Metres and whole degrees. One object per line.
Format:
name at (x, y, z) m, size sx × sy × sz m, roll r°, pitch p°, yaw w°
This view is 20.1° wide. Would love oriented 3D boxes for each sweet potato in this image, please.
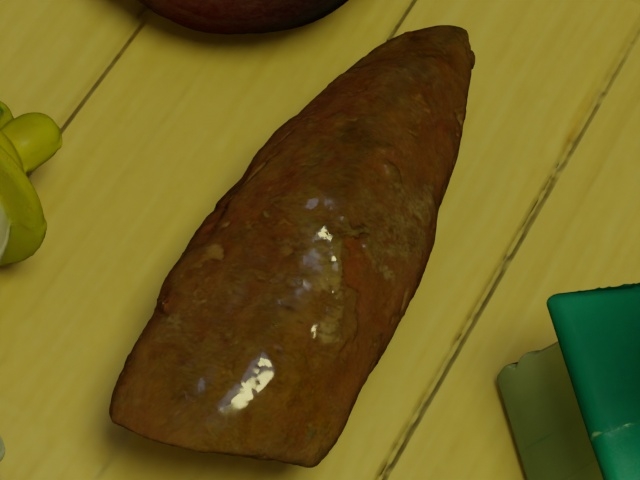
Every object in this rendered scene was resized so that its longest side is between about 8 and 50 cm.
sweet potato at (0.000, 0.000, 0.759) m, size 0.097 × 0.097 × 0.252 m, roll 30°, pitch 57°, yaw 4°

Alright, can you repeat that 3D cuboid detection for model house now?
model house at (0.156, 0.064, 0.720) m, size 0.127 × 0.149 × 0.100 m, roll -9°, pitch 69°, yaw -17°

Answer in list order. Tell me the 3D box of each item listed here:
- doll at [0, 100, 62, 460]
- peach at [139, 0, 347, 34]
doll at (-0.179, 0.032, 0.696) m, size 0.135 × 0.099 × 0.241 m, roll 4°, pitch 53°, yaw 35°
peach at (-0.027, -0.167, 0.807) m, size 0.152 × 0.152 × 0.152 m, roll 5°, pitch 63°, yaw -9°
